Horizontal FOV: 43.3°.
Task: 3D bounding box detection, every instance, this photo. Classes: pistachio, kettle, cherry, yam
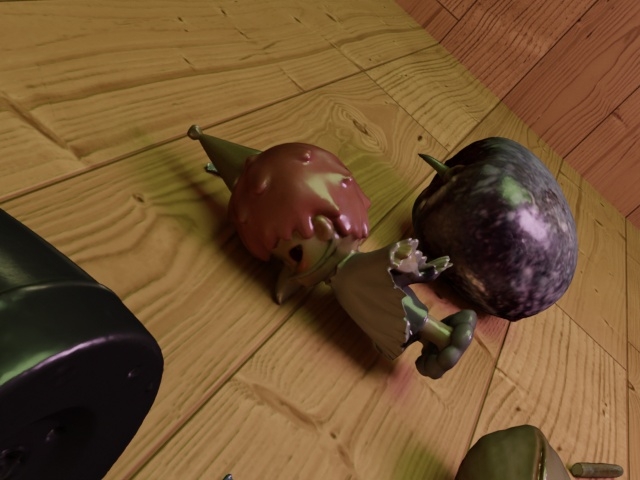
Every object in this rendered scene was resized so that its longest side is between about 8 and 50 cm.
[{"bbox_3d":[0.186,0.259,0.769,0.124,0.124,0.185,36,25,-14],"label":"pistachio"},{"bbox_3d":[-0.262,0.056,0.430,0.271,0.251,0.207,41,-6,17],"label":"kettle"},{"bbox_3d":[0.252,-0.023,1.181,0.296,0.218,0.255,52,21,-11],"label":"cherry"},{"bbox_3d":[0.369,0.304,1.066,0.116,0.021,0.021,16,37,-41],"label":"yam"}]

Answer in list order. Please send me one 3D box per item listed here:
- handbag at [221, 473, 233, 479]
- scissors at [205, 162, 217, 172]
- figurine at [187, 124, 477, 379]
[{"bbox_3d":[-0.026,0.279,0.526,0.229,0.062,0.179,44,23,4],"label":"handbag"},{"bbox_3d":[-0.058,-0.070,1.039,0.212,0.021,0.110,18,33,-42],"label":"scissors"},{"bbox_3d":[0.000,0.000,0.884,0.387,0.166,0.207,39,-7,-3],"label":"figurine"}]
